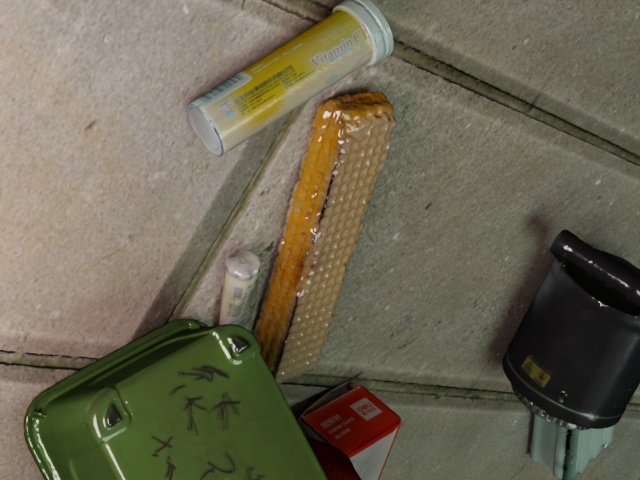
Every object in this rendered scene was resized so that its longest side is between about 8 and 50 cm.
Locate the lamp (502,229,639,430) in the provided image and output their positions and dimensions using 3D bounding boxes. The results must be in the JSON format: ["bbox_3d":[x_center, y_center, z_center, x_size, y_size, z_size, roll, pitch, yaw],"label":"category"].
[{"bbox_3d":[0.401,0.153,2.146,0.272,0.205,0.374,-59,158,7],"label":"lamp"}]

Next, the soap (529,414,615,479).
[{"bbox_3d":[0.442,0.293,2.458,0.150,0.094,0.261,-39,145,-27],"label":"soap"}]

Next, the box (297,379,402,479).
[{"bbox_3d":[0.017,0.298,1.922,0.133,0.099,0.182,-26,143,-43],"label":"box"}]

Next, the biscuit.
[{"bbox_3d":[0.000,0.000,1.645,0.094,0.054,0.378,-18,136,-42],"label":"biscuit"}]

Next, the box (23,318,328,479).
[{"bbox_3d":[-0.128,0.254,1.483,0.253,0.328,0.178,-30,180,-28],"label":"box"}]

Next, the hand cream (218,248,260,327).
[{"bbox_3d":[-0.093,0.063,1.622,0.061,0.039,0.143,-37,155,-32],"label":"hand cream"}]

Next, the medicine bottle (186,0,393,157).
[{"bbox_3d":[-0.031,-0.166,1.427,0.218,0.074,0.074,-34,145,-20],"label":"medicine bottle"}]

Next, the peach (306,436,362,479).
[{"bbox_3d":[-0.076,0.384,1.738,0.332,0.308,0.308,-46,149,-28],"label":"peach"}]
